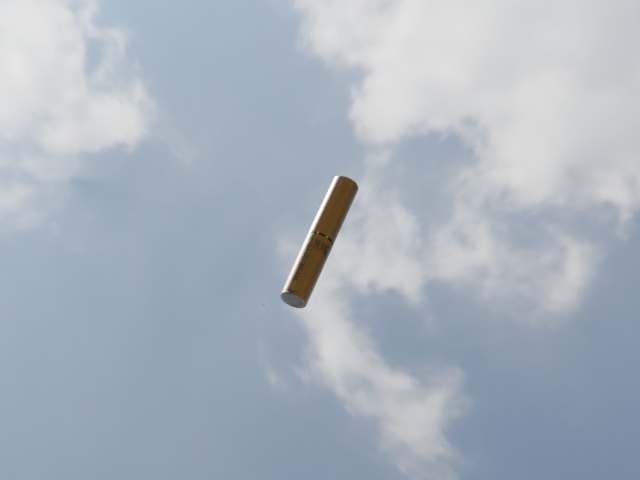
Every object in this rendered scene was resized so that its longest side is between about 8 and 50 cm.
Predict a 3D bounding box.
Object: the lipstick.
[{"bbox_3d":[0.000,0.000,0.938,0.019,0.019,0.094,24,-120,-1],"label":"lipstick"}]
